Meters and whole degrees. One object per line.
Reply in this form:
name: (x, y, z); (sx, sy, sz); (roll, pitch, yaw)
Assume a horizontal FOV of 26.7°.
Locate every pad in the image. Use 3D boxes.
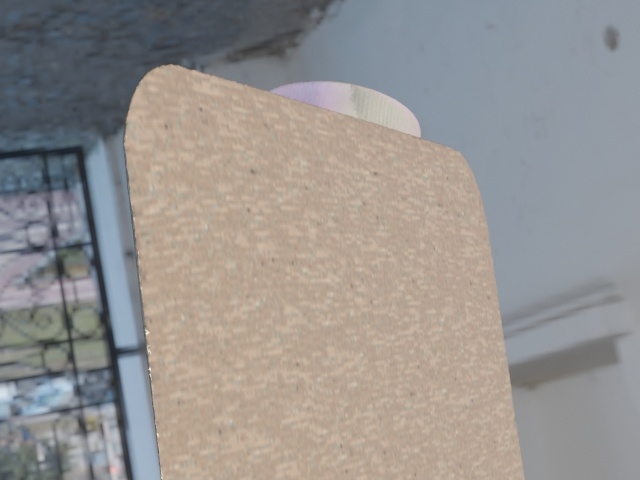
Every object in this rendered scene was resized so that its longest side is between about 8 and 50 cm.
pad: (0.018, 0.044, 0.442); (0.002, 0.176, 0.266); (-11, 172, 26)

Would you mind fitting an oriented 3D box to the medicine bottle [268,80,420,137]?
medicine bottle: (0.000, 0.000, 1.492); (0.241, 0.302, 0.241); (7, 156, 3)
